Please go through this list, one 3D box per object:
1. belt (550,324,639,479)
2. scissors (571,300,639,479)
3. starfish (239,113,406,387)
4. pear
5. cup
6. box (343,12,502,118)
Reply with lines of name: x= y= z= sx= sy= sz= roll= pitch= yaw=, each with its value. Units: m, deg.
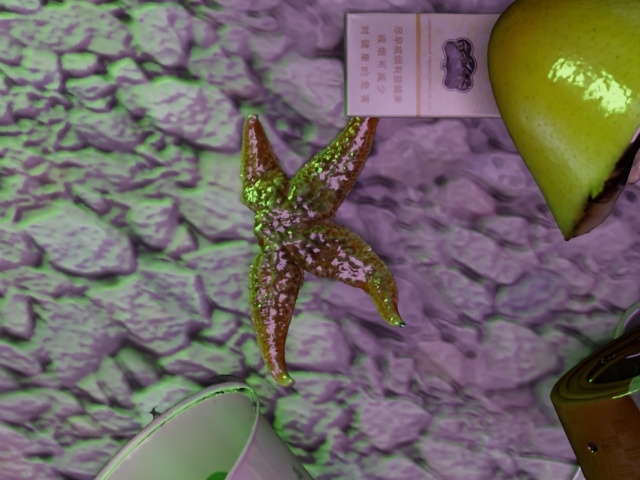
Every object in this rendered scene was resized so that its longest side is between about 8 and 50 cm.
belt: x=0.327 y=0.115 z=1.617 sx=0.261 sy=0.184 sz=0.105 roll=-22 pitch=99 yaw=0
scissors: x=0.278 y=0.171 z=1.732 sx=0.118 sy=0.030 sz=0.242 roll=30 pitch=100 yaw=-8
starfish: x=0.002 y=0.000 z=1.669 sx=0.138 sy=0.050 sz=0.247 roll=-6 pitch=92 yaw=5
pear: x=0.220 y=-0.132 z=1.561 sx=0.178 sy=0.267 sz=0.267 roll=36 pitch=102 yaw=9
cup: x=-0.067 y=0.298 z=1.663 sx=0.253 sy=0.253 sz=0.274 roll=-40 pitch=108 yaw=9
box: x=0.103 y=-0.150 z=1.635 sx=0.167 sy=0.024 sz=0.090 roll=0 pitch=91 yaw=-6
